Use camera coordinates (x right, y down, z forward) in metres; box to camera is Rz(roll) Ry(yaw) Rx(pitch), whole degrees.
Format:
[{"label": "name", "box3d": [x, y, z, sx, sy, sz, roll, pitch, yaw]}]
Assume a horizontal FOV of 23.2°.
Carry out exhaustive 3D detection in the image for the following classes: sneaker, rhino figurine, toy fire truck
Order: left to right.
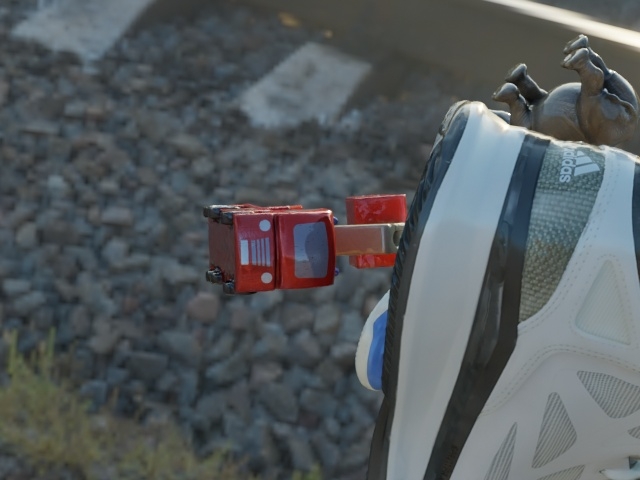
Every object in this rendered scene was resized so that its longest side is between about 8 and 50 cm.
[{"label": "toy fire truck", "box3d": [0.000, 0.000, 0.926, 0.135, 0.047, 0.192, -3, 3, -10]}, {"label": "sneaker", "box3d": [0.096, 0.062, 1.222, 0.085, 0.152, 0.058, 28, -12, 42]}, {"label": "rhino figurine", "box3d": [0.215, -0.118, 1.522, 0.073, 0.106, 0.243, -46, 13, -30]}, {"label": "sneaker", "box3d": [0.165, 0.126, 0.920, 0.258, 0.447, 0.169, 14, 51, 10]}]
